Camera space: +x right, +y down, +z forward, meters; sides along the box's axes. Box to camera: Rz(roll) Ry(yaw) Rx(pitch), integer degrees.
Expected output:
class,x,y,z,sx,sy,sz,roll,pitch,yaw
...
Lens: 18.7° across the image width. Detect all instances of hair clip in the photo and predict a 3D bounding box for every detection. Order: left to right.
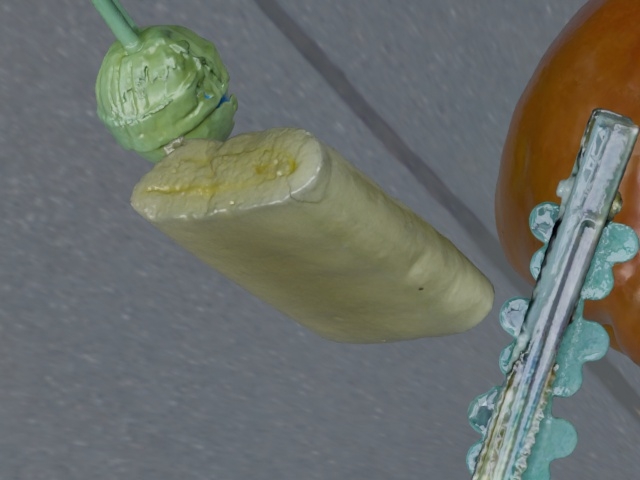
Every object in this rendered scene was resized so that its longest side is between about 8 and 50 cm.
class,x,y,z,sx,sy,sz,roll,pitch,yaw
hair clip,0.094,0.033,0.765,0.049,0.049,0.173,19,88,14

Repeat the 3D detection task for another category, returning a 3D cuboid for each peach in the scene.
class,x,y,z,sx,sy,sz,roll,pitch,yaw
peach,0.292,-0.041,1.304,0.342,0.343,0.302,39,94,15

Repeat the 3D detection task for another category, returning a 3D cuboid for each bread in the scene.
class,x,y,z,sx,sy,sz,roll,pitch,yaw
bread,0.000,0.000,1.108,0.139,0.178,0.060,-6,60,38

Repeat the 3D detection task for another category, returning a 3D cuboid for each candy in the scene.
class,x,y,z,sx,sy,sz,roll,pitch,yaw
candy,-0.161,-0.186,1.233,0.093,0.092,0.335,-45,117,-24
